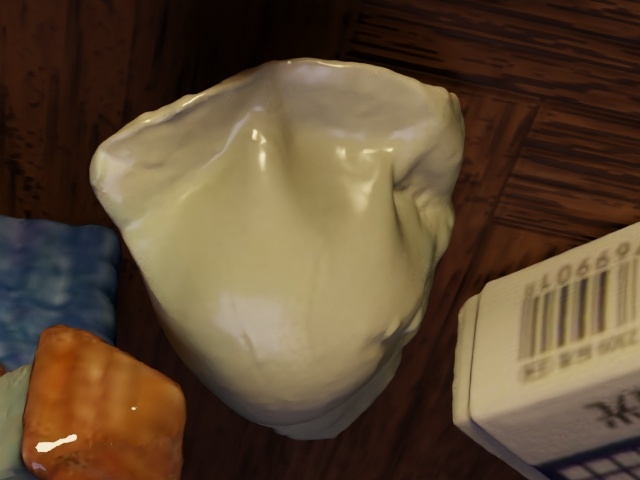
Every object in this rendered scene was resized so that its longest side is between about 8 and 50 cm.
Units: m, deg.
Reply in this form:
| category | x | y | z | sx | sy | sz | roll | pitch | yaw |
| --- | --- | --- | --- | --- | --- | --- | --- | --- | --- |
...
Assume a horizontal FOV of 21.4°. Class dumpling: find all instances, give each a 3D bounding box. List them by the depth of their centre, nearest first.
| category | x | y | z | sx | sy | sz | roll | pitch | yaw |
| --- | --- | --- | --- | --- | --- | --- | --- | --- | --- |
| dumpling | 0.000 | 0.000 | 0.708 | 0.151 | 0.124 | 0.229 | -33 | 144 | -5 |

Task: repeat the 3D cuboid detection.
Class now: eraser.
| category | x | y | z | sx | sy | sz | roll | pitch | yaw |
| --- | --- | --- | --- | --- | --- | --- | --- | --- | --- |
| eraser | 0.201 | 0.038 | 0.725 | 0.279 | 0.081 | 0.124 | -25 | 132 | 37 |

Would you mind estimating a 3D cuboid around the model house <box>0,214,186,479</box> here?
| category | x | y | z | sx | sy | sz | roll | pitch | yaw |
| --- | --- | --- | --- | --- | --- | --- | --- | --- | --- |
| model house | -0.210 | 0.061 | 0.738 | 0.329 | 0.252 | 0.295 | -29 | 128 | 31 |
